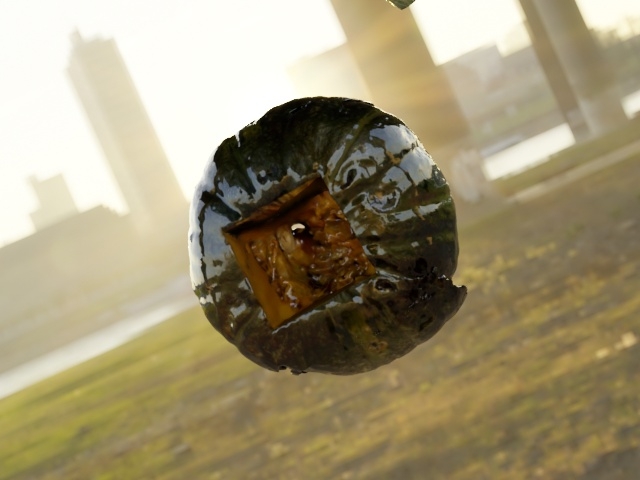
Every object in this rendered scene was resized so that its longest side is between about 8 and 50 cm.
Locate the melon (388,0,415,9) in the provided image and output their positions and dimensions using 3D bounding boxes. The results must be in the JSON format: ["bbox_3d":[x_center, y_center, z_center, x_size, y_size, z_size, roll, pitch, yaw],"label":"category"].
[{"bbox_3d":[0.038,-0.300,1.451,0.054,0.182,0.098,-16,42,62],"label":"melon"}]

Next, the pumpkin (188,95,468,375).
[{"bbox_3d":[0.000,0.000,1.733,0.320,0.320,0.192,-24,1,21],"label":"pumpkin"}]
